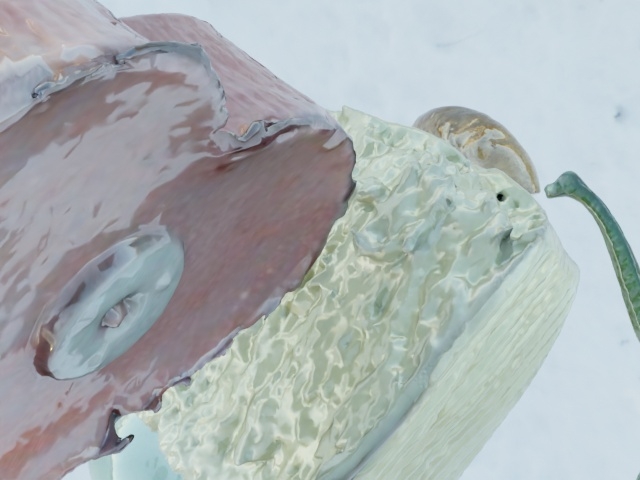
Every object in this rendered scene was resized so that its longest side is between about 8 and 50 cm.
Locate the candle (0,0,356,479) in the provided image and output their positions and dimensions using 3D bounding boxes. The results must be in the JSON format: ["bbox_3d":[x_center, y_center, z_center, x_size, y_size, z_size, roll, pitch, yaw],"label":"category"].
[{"bbox_3d":[-0.135,0.013,0.496,0.131,0.317,0.287,38,106,22],"label":"candle"}]

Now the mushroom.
[{"bbox_3d":[0.195,-0.118,1.558,0.156,0.286,0.151,-10,94,-30],"label":"mushroom"}]

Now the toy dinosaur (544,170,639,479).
[{"bbox_3d":[0.389,0.132,0.991,0.447,0.087,0.300,16,92,15],"label":"toy dinosaur"}]

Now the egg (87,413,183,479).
[{"bbox_3d":[-0.225,0.271,1.579,0.230,0.371,0.230,-2,121,-3],"label":"egg"}]

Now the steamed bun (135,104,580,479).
[{"bbox_3d":[0.007,0.043,0.759,0.290,0.273,0.272,-49,64,8],"label":"steamed bun"}]
